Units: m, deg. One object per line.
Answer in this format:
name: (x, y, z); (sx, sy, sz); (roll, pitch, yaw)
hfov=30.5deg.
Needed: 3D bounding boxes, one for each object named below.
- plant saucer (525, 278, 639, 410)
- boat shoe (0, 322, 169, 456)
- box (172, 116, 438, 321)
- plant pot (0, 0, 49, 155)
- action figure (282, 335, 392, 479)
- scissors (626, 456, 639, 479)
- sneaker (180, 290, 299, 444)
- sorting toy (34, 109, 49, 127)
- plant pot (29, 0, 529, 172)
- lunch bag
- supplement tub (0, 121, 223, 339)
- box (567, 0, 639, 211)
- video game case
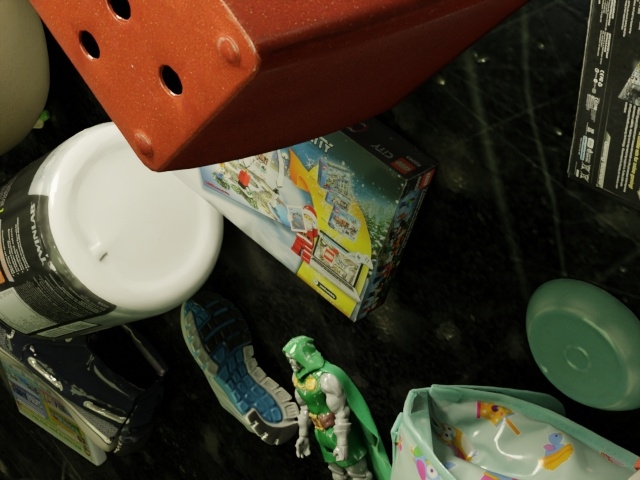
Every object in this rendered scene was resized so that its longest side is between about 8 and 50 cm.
plant saucer: (0.201, 0.086, 0.896); (0.119, 0.021, 0.119); (32, 141, 31)
boat shoe: (-0.329, 0.113, 1.509); (0.340, 0.127, 0.158); (39, 138, 8)
box: (-0.022, -0.061, 1.000); (0.233, 0.044, 0.159); (39, 133, 23)
plant pot: (-0.394, -0.184, 1.218); (0.284, 0.284, 0.191); (25, 173, 37)
action figure: (0.018, 0.201, 1.196); (0.137, 0.063, 0.232); (-4, 113, 56)
scissors: (0.226, 0.174, 0.791); (0.109, 0.021, 0.297); (42, 106, 29)
sneaker: (-0.103, 0.142, 1.285); (0.190, 0.071, 0.083); (61, 152, -9)
sorting toy: (-0.344, -0.159, 1.365); (0.083, 0.012, 0.062); (7, 124, 49)
plant pot: (-0.043, -0.195, 0.757); (0.267, 0.236, 0.267); (56, 147, -1)
lunch bag: (0.168, 0.251, 0.962); (0.262, 0.160, 0.223); (29, 140, 25)
supplement tub: (-0.253, 0.002, 1.231); (0.316, 0.194, 0.193); (-16, 106, 56)
box: (0.228, -0.094, 0.652); (0.147, 0.077, 0.180); (30, 140, 33)
video game case: (-0.419, 0.228, 1.793); (0.212, 0.023, 0.193); (23, 135, 38)
